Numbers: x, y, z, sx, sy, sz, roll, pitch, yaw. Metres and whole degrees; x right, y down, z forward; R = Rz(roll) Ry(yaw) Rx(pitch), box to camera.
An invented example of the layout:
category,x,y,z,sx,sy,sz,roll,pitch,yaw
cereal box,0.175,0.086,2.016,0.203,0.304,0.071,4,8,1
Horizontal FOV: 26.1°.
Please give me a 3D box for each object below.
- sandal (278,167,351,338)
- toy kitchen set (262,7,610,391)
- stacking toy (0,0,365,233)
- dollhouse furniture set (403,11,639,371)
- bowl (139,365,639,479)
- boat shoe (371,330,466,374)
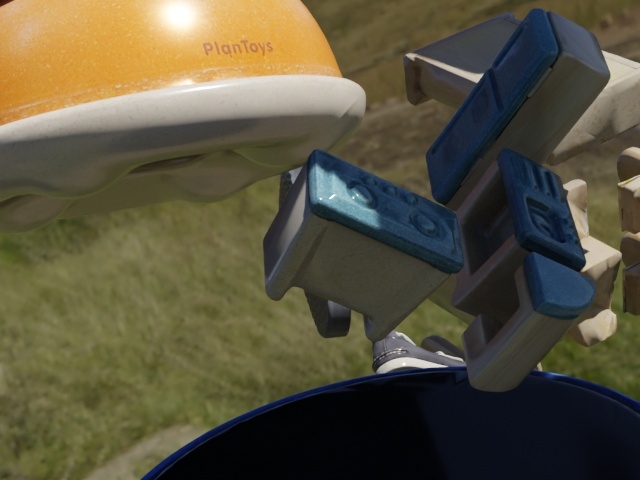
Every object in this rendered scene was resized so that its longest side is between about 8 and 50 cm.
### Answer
category,x,y,z,sx,sy,sz,roll,pitch,yaw
sandal,0.000,0.001,1.506,0.054,0.254,0.097,-6,-38,-14
toy kitchen set,0.064,-0.047,0.722,0.122,0.166,0.207,-54,23,30
stacking toy,-0.173,-0.265,1.084,0.351,0.480,0.350,-11,-3,-1
dollhouse furniture set,0.263,-0.048,1.731,0.362,0.394,0.256,-25,35,-25
bowl,0.047,0.185,0.828,0.391,0.077,0.391,-10,19,3
boat shoe,0.134,0.143,1.549,0.206,0.065,0.075,19,-50,-42
